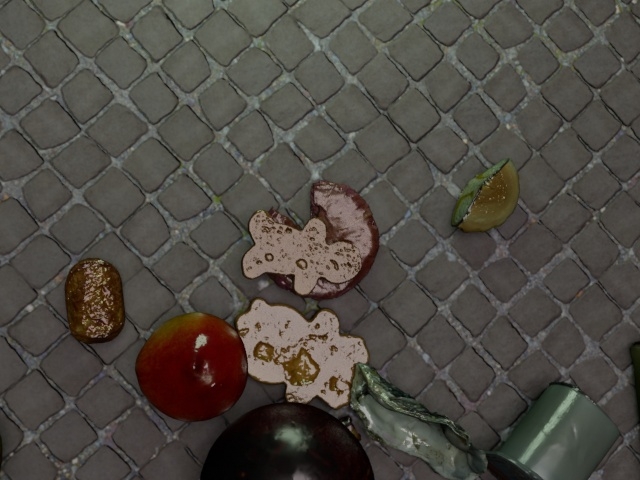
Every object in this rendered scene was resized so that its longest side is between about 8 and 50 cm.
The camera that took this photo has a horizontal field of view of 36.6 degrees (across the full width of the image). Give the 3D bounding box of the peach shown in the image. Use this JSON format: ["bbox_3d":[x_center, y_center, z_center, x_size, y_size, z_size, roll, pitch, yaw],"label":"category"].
[{"bbox_3d":[-0.206,0.209,1.588,0.198,0.197,0.197,1,86,-9],"label":"peach"}]

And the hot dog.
[{"bbox_3d":[-0.382,0.103,1.635,0.099,0.065,0.147,-9,76,-9],"label":"hot dog"}]

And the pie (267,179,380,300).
[{"bbox_3d":[0.000,0.000,1.706,0.219,0.054,0.204,-45,93,-9],"label":"pie"}]

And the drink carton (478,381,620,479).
[{"bbox_3d":[0.410,0.367,1.681,0.189,0.191,0.185,-43,91,-16],"label":"drink carton"}]

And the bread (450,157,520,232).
[{"bbox_3d":[0.308,-0.076,1.744,0.094,0.083,0.157,26,84,-9],"label":"bread"}]

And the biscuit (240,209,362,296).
[{"bbox_3d":[-0.030,0.026,1.659,0.205,0.031,0.138,9,86,-6],"label":"biscuit"}]

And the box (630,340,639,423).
[{"bbox_3d":[0.800,0.348,1.760,0.421,0.138,0.372,-5,86,-10],"label":"box"}]

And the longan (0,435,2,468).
[{"bbox_3d":[-0.568,0.352,1.538,0.145,0.176,0.154,-47,136,-45],"label":"longan"}]

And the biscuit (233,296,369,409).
[{"bbox_3d":[-0.040,0.196,1.693,0.249,0.035,0.184,21,82,-8],"label":"biscuit"}]

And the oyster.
[{"bbox_3d":[0.168,0.331,1.680,0.252,0.199,0.087,16,50,22],"label":"oyster"}]

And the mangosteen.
[{"bbox_3d":[-0.054,0.393,1.565,0.297,0.297,0.293,3,43,-8],"label":"mangosteen"}]
